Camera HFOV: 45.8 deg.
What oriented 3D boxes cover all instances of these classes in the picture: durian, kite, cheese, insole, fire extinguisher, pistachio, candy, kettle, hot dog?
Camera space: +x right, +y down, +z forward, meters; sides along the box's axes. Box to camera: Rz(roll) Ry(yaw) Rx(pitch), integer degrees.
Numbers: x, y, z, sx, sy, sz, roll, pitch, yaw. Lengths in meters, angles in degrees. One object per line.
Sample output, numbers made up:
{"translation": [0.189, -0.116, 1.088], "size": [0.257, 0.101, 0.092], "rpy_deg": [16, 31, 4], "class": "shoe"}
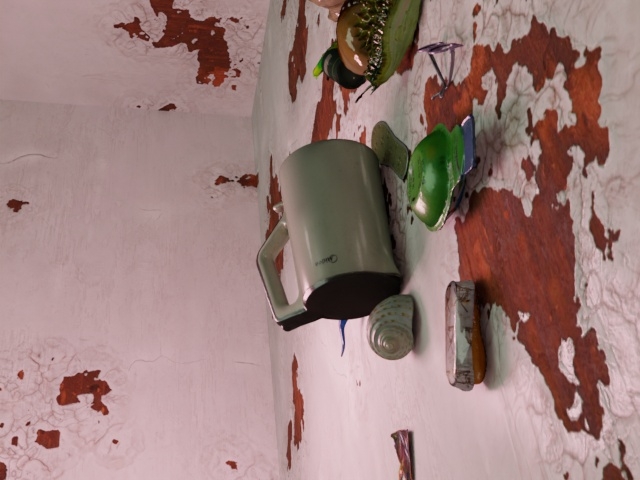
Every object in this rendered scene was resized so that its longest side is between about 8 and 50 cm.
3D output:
{"translation": [0.147, -0.476, 1.666], "size": [0.106, 0.132, 0.375], "rpy_deg": [-118, 35, -41], "class": "durian"}
{"translation": [0.179, 0.469, 1.637], "size": [0.190, 0.010, 0.159], "rpy_deg": [-106, 20, -59], "class": "kite"}
{"translation": [0.222, -0.125, 1.365], "size": [0.320, 0.083, 0.203], "rpy_deg": [128, 144, -73], "class": "cheese"}
{"translation": [0.163, -0.220, 1.826], "size": [0.322, 0.007, 0.109], "rpy_deg": [-116, 30, -66], "class": "insole"}
{"translation": [0.058, -0.496, 2.153], "size": [0.294, 0.093, 0.118], "rpy_deg": [-119, 46, -67], "class": "fire extinguisher"}
{"translation": [0.108, -0.501, 1.836], "size": [0.165, 0.130, 0.210], "rpy_deg": [-21, 86, 33], "class": "pistachio"}
{"translation": [0.026, -0.565, 2.331], "size": [0.102, 0.032, 0.178], "rpy_deg": [-49, 4, -14], "class": "candy"}
{"translation": [0.000, 0.000, 1.807], "size": [0.250, 0.361, 0.376], "rpy_deg": [40, -147, -51], "class": "kettle"}
{"translation": [0.244, 0.159, 1.288], "size": [0.108, 0.059, 0.191], "rpy_deg": [128, 143, -73], "class": "hot dog"}

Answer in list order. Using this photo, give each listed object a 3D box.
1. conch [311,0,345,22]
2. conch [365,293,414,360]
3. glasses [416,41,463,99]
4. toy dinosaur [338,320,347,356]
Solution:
{"translation": [0.045, -0.705, 1.959], "size": [0.263, 0.186, 0.324], "rpy_deg": [-45, 0, -11], "class": "conch"}
{"translation": [0.151, 0.179, 1.619], "size": [0.153, 0.102, 0.135], "rpy_deg": [-107, 38, -57], "class": "conch"}
{"translation": [0.237, -0.327, 1.464], "size": [0.140, 0.063, 0.103], "rpy_deg": [-129, 21, -71], "class": "glasses"}
{"translation": [0.079, 0.129, 1.999], "size": [0.144, 0.076, 0.329], "rpy_deg": [-128, 52, -61], "class": "toy dinosaur"}
